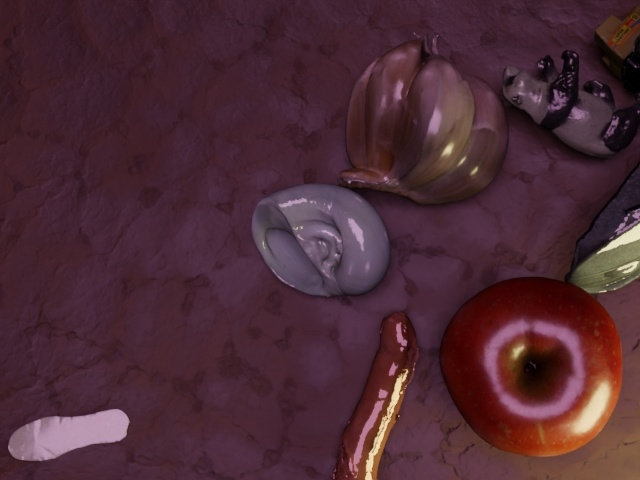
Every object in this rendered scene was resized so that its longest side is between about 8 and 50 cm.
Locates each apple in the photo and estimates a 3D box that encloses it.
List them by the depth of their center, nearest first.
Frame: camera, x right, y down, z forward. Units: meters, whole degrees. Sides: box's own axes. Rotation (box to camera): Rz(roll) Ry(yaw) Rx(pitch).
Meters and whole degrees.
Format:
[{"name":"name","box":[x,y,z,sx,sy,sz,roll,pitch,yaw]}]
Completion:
[{"name":"apple","box":[0.300,0.180,1.595,0.260,0.216,0.260,0,85,4]}]

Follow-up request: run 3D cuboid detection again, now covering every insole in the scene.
[{"name":"insole","box":[-0.395,0.303,1.735,0.197,0.004,0.065,-13,83,2]}]

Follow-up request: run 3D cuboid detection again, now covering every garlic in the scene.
[{"name":"garlic","box":[0.158,-0.177,1.699,0.237,0.210,0.292,27,90,40]}]

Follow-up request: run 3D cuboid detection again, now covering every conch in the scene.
[{"name":"conch","box":[0.003,0.000,1.682,0.221,0.121,0.185,31,106,10]}]

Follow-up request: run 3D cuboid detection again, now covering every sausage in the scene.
[{"name":"sausage","box":[0.085,0.256,1.675,0.078,0.078,0.304,18,87,6]}]

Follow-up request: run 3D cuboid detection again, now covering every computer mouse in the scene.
[{"name":"computer mouse","box":[0.508,-0.058,1.619,0.114,0.203,0.374,37,83,22]}]

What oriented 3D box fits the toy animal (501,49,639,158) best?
[{"name":"toy animal","box":[0.379,-0.209,1.680,0.225,0.094,0.121,26,86,-14]}]

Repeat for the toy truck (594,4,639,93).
[{"name":"toy truck","box":[0.545,-0.348,1.686,0.257,0.127,0.127,-41,69,-2]}]
